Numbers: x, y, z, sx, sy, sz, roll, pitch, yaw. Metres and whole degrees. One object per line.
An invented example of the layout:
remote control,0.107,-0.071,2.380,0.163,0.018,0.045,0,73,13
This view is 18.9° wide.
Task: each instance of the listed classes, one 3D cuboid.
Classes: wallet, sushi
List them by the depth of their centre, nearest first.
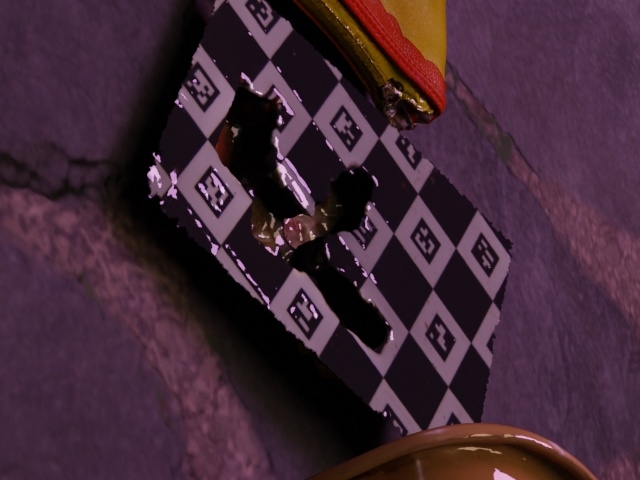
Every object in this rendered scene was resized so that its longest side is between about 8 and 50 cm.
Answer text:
sushi,0.000,0.000,1.104,0.279,0.043,0.192,43,44,-30
wallet,0.006,-0.182,1.156,0.241,0.067,0.141,43,34,-42

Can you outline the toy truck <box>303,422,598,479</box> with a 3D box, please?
toy truck,0.026,0.239,0.857,0.204,0.288,0.211,44,19,-38
